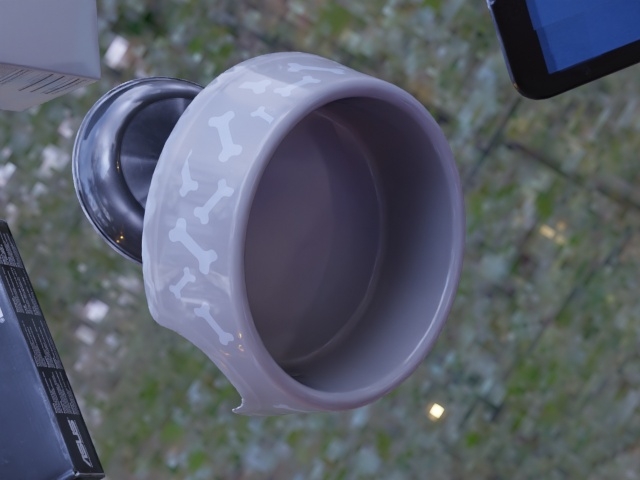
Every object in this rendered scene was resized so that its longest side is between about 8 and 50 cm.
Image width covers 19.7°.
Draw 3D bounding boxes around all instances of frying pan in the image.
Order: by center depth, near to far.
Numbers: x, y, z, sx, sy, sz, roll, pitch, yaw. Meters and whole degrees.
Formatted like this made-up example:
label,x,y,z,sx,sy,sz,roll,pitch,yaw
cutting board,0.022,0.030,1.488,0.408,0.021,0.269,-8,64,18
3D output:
label,x,y,z,sx,sy,sz,roll,pitch,yaw
frying pan,-0.076,-0.056,1.759,0.053,0.326,0.197,145,130,-61

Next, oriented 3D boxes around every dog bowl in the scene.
label,x,y,z,sx,sy,sz,roll,pitch,yaw
dog bowl,0.000,0.000,1.704,0.348,0.102,0.349,-8,-79,-45

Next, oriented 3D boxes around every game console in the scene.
label,x,y,z,sx,sy,sz,roll,pitch,yaw
game console,0.268,-0.267,1.420,0.293,0.173,0.250,-23,-13,-7

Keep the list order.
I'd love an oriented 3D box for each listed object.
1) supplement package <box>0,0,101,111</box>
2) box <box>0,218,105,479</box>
label,x,y,z,sx,sy,sz,roll,pitch,yaw
supplement package,-0.356,-0.251,1.904,0.203,0.194,0.149,6,-15,-44
box,-0.254,0.107,1.199,0.184,0.191,0.045,-29,-17,19
